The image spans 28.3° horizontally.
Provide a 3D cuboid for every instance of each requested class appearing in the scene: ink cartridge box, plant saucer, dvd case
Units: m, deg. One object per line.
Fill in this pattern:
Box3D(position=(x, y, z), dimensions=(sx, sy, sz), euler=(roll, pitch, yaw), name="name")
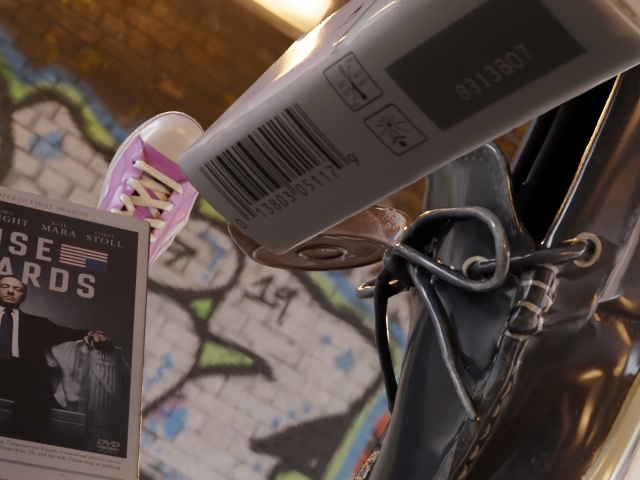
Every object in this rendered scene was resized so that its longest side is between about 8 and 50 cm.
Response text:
Box3D(position=(0.073, -0.108, 0.435), dimensions=(0.066, 0.232, 0.189), euler=(43, -35, -13), name="ink cartridge box")
Box3D(position=(0.000, 0.000, 1.150), dimensions=(0.169, 0.029, 0.168), euler=(0, -15, 0), name="plant saucer")
Box3D(position=(-0.199, 0.057, 0.802), dimensions=(0.179, 0.238, 0.029), euler=(14, -47, -18), name="dvd case")

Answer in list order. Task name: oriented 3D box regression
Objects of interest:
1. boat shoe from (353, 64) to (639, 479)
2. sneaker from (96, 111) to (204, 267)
Box3D(position=(0.098, 0.025, 0.613), dimensions=(0.156, 0.500, 0.187), euler=(36, -6, -8), name="boat shoe")
Box3D(position=(-0.196, -0.004, 1.322), dimensions=(0.102, 0.282, 0.161), euler=(29, 0, -15), name="sneaker")
